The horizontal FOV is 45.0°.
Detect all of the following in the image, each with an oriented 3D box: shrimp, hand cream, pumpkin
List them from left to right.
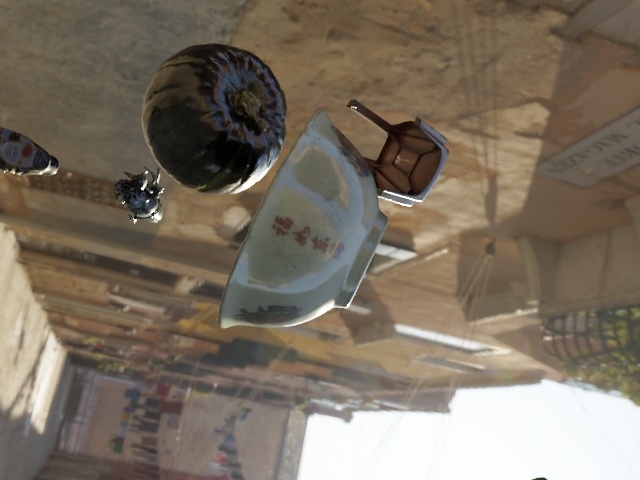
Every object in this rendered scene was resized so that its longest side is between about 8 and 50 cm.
[{"bbox_3d":[-0.457,-0.130,1.155,0.163,0.039,0.062,21,84,-69],"label":"hand cream"},{"bbox_3d":[-0.265,-0.065,1.192,0.082,0.076,0.174,-34,171,-6],"label":"shrimp"},{"bbox_3d":[-0.219,-0.258,1.635,0.241,0.323,0.323,-23,-130,49],"label":"pumpkin"}]

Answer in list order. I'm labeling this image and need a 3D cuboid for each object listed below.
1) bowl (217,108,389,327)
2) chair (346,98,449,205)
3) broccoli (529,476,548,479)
[{"bbox_3d":[0.000,0.000,1.387,0.435,0.196,0.434,25,90,-86],"label":"bowl"},{"bbox_3d":[0.182,-0.160,1.608,0.183,0.326,0.175,34,-78,36],"label":"chair"},{"bbox_3d":[0.233,0.416,0.908,0.294,0.265,0.245,127,-25,-47],"label":"broccoli"}]
